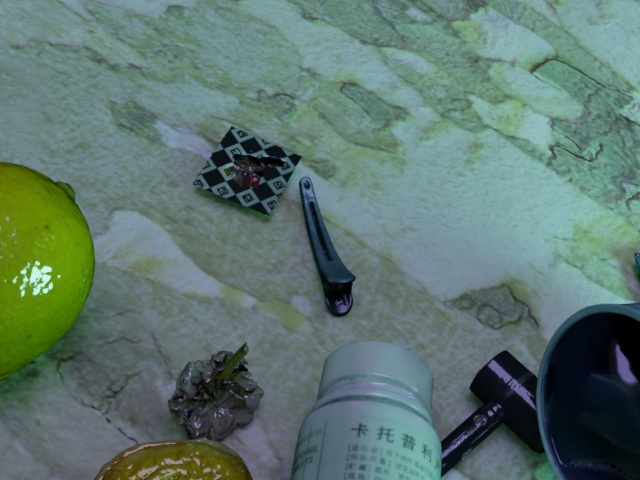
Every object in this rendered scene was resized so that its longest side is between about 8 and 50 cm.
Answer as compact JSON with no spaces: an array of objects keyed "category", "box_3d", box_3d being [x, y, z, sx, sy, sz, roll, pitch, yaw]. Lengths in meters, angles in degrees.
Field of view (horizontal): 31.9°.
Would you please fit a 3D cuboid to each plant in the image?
[{"category":"plant","box_3d":[-0.119,0.176,1.339,0.104,0.122,0.116,38,46,6]}]

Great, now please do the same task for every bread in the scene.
[{"category":"bread","box_3d":[-0.155,0.320,1.208,0.198,0.120,0.236,-8,52,-12]}]

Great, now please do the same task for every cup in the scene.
[{"category":"cup","box_3d":[0.471,0.215,1.293,0.311,0.257,0.331,-4,46,-31]}]

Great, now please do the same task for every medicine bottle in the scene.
[{"category":"medicine bottle","box_3d":[0.051,0.270,1.258,0.170,0.170,0.293,12,49,-1]}]

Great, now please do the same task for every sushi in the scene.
[{"category":"sushi","box_3d":[-0.106,-0.094,1.620,0.120,0.026,0.126,24,55,6]}]

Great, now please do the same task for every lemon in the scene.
[{"category":"lemon","box_3d":[-0.406,0.042,1.309,0.245,0.245,0.320,35,63,18]}]

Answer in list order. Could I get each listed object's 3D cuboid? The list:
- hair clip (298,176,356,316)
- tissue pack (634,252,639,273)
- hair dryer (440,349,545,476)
[{"category":"hair clip","box_3d":[0.000,0.000,1.551,0.039,0.070,0.229,-9,46,-13]},{"category":"tissue pack","box_3d":[0.501,0.079,1.595,0.085,0.028,0.138,0,56,-7]},{"category":"hair dryer","box_3d":[0.199,0.241,1.383,0.219,0.071,0.124,-33,64,-24]}]
